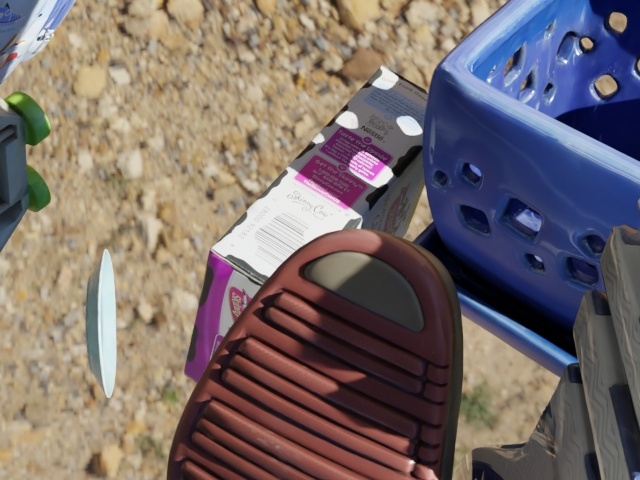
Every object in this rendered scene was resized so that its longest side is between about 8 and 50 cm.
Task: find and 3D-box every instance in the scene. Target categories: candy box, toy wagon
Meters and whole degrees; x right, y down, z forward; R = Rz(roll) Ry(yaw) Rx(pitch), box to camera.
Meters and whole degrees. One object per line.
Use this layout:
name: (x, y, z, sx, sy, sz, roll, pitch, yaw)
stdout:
candy box: (0.000, 0.000, 1.018, 0.071, 0.233, 0.159, 31, 142, 11)
toy wagon: (-0.392, -0.001, 1.384, 0.267, 0.068, 0.344, -41, 162, -30)

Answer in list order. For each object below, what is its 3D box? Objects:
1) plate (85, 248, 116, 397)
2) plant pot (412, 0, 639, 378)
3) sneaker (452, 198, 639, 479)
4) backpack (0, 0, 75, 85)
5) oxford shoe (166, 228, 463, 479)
plate: (-0.277, 0.105, 1.731, 0.024, 0.188, 0.188, -2, 120, -4)
plant pot: (0.205, -0.035, 0.935, 0.236, 0.236, 0.212, 32, 136, 18)
sneaker: (0.174, 0.115, 0.580, 0.182, 0.127, 0.315, 11, 138, -11)
backpack: (-0.304, -0.239, 1.082, 0.276, 0.213, 0.263, 52, 136, -1)
oxford shoe: (0.005, 0.134, 0.662, 0.130, 0.123, 0.348, -30, 143, -51)
